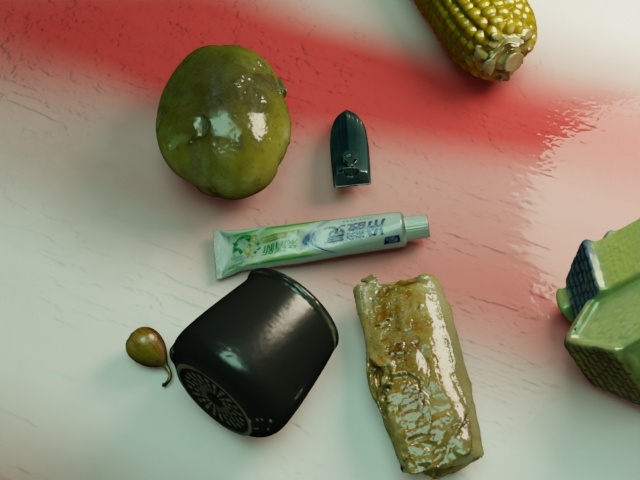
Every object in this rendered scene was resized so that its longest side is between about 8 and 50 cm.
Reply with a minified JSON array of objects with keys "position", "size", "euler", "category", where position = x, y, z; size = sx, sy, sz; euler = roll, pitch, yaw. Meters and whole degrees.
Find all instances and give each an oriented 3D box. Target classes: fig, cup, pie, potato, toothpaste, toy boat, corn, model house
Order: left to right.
[{"position":[-0.218,0.151,1.416],"size":[0.050,0.050,0.083],"euler":[-34,80,-14],"category":"fig"},{"position":[-0.135,-0.171,1.534],"size":[0.197,0.148,0.228],"euler":[21,61,0],"category":"potato"},{"position":[-0.095,0.131,1.359],"size":[0.223,0.169,0.176],"euler":[12,53,47],"category":"cup"},{"position":[0.000,0.000,1.482],"size":[0.296,0.048,0.075],"euler":[-8,63,5],"category":"toothpaste"},{"position":[0.041,-0.134,1.546],"size":[0.055,0.060,0.141],"euler":[-6,53,3],"category":"toy boat"},{"position":[0.120,0.160,1.362],"size":[0.128,0.068,0.283],"euler":[-11,59,-3],"category":"pie"},{"position":[0.200,-0.395,1.637],"size":[0.143,0.144,0.387],"euler":[-21,58,-7],"category":"corn"},{"position":[0.398,0.087,1.344],"size":[0.189,0.195,0.214],"euler":[-26,43,18],"category":"model house"}]
